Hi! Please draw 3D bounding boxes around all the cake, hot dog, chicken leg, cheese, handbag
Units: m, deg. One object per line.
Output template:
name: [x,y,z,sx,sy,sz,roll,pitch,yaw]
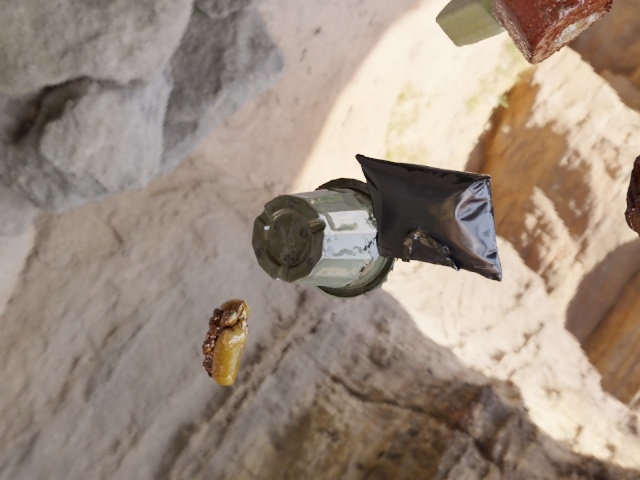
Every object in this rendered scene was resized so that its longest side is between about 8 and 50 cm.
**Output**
cake: [0.371,-0.397,1.477,0.177,0.151,0.283,-32,175,2]
hot dog: [-0.182,0.189,1.717,0.249,0.076,0.102,110,-16,-54]
chicken leg: [0.459,-0.039,1.252,0.093,0.053,0.205,1,102,-36]
cheese: [0.430,-0.579,2.176,0.242,0.124,0.265,-43,-168,-9]
handbag: [0.179,-0.035,1.519,0.088,0.254,0.211,-44,133,-37]

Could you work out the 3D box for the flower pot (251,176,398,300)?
flower pot: [0.000,0.000,2.009,0.259,0.290,0.290,-3,131,-58]
